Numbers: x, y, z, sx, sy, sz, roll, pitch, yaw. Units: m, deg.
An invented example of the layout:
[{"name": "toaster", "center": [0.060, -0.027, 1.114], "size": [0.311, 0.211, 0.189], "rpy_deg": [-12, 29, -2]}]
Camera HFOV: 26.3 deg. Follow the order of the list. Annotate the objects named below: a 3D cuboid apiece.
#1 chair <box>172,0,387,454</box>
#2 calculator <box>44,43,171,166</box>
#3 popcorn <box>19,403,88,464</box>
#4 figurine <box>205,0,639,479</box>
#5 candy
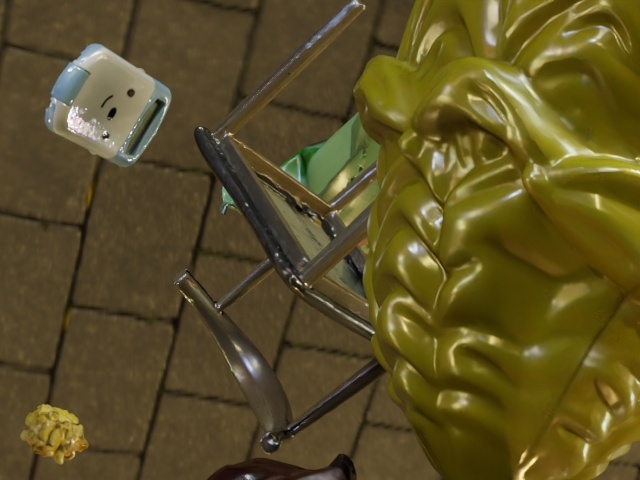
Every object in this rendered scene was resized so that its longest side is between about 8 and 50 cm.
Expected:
[{"name": "chair", "center": [0.000, 0.000, 0.956], "size": [0.272, 0.188, 0.166], "rpy_deg": [-43, 139, 10]}, {"name": "calculator", "center": [-0.256, -0.163, 1.673], "size": [0.121, 0.039, 0.210], "rpy_deg": [-57, 152, 1]}, {"name": "popcorn", "center": [-0.322, 0.236, 1.672], "size": [0.083, 0.082, 0.057], "rpy_deg": [29, 89, -8]}, {"name": "figurine", "center": [0.033, 0.082, 0.415], "size": [0.168, 0.187, 0.315], "rpy_deg": [30, 87, -28]}, {"name": "candy", "center": [0.086, -0.080, 1.632], "size": [0.263, 0.172, 0.398], "rpy_deg": [16, 149, -31]}]
